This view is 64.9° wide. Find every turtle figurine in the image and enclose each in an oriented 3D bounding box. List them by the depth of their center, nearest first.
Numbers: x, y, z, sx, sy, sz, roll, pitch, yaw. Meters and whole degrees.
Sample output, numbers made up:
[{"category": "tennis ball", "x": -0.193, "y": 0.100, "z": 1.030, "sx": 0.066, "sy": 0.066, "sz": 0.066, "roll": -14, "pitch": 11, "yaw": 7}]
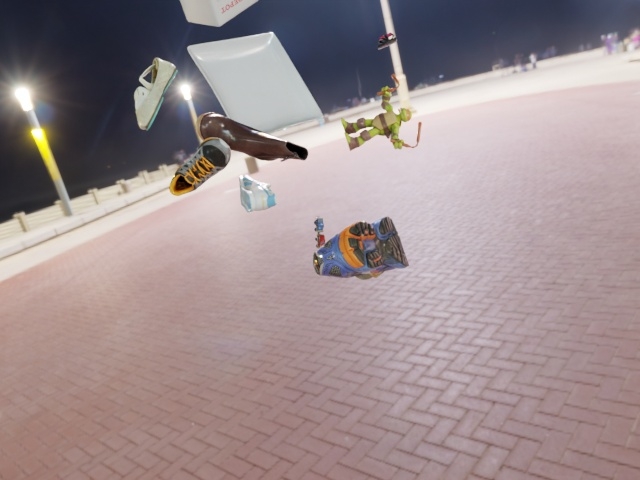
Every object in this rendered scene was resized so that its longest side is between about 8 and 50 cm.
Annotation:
[{"category": "turtle figurine", "x": 0.175, "y": -0.352, "z": 1.477, "sx": 0.218, "sy": 0.269, "sz": 0.087, "roll": -16, "pitch": -23, "yaw": 11}]

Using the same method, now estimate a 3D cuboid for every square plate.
[{"category": "square plate", "x": -0.203, "y": -0.492, "z": 1.612, "sx": 0.347, "sy": 0.343, "sz": 0.049, "roll": -28, "pitch": -3, "yaw": -37}]

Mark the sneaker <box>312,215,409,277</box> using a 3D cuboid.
[{"category": "sneaker", "x": 0.061, "y": 0.014, "z": 0.729, "sx": 0.087, "sy": 0.083, "sz": 0.221, "roll": -21, "pitch": -13, "yaw": 27}]

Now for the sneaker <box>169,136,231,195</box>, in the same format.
[{"category": "sneaker", "x": -0.303, "y": -0.177, "z": 1.262, "sx": 0.215, "sy": 0.084, "sz": 0.083, "roll": -34, "pitch": 22, "yaw": 35}]

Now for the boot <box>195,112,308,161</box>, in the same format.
[{"category": "boot", "x": -0.171, "y": -0.264, "z": 1.295, "sx": 0.207, "sy": 0.090, "sz": 0.248, "roll": 11, "pitch": -2, "yaw": 32}]

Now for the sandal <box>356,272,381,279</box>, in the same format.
[{"category": "sandal", "x": 0.089, "y": 0.044, "z": 0.940, "sx": 0.049, "sy": 0.072, "sz": 0.180, "roll": -53, "pitch": -2, "yaw": -26}]

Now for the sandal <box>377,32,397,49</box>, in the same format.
[{"category": "sandal", "x": 0.235, "y": -0.709, "z": 1.777, "sx": 0.067, "sy": 0.040, "sz": 0.179, "roll": -16, "pitch": 19, "yaw": 19}]

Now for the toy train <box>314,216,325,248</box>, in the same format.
[{"category": "toy train", "x": 0.000, "y": 0.000, "z": 1.557, "sx": 0.027, "sy": 0.158, "sz": 0.036, "roll": -1, "pitch": -13, "yaw": -19}]

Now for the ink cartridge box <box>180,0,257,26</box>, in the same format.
[{"category": "ink cartridge box", "x": -0.190, "y": -0.512, "z": 0.881, "sx": 0.093, "sy": 0.212, "sz": 0.154, "roll": 25, "pitch": 57, "yaw": 30}]

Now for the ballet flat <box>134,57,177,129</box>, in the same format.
[{"category": "ballet flat", "x": -0.309, "y": -0.267, "z": 0.910, "sx": 0.057, "sy": 0.052, "sz": 0.168, "roll": -34, "pitch": 37, "yaw": 42}]

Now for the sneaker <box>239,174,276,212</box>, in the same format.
[{"category": "sneaker", "x": -0.203, "y": -0.148, "z": 1.578, "sx": 0.092, "sy": 0.087, "sz": 0.228, "roll": -9, "pitch": 28, "yaw": -17}]
